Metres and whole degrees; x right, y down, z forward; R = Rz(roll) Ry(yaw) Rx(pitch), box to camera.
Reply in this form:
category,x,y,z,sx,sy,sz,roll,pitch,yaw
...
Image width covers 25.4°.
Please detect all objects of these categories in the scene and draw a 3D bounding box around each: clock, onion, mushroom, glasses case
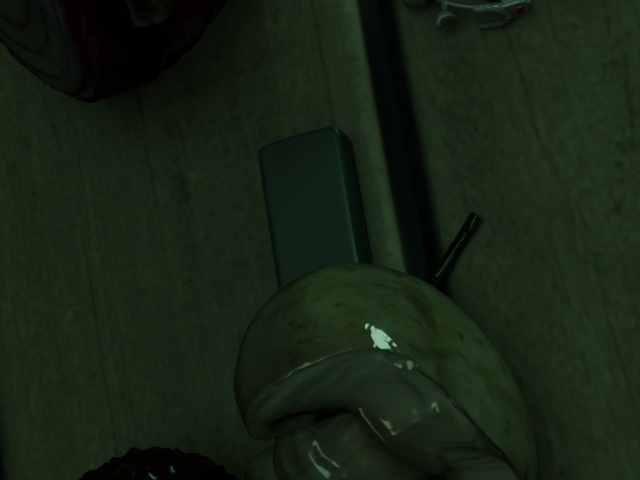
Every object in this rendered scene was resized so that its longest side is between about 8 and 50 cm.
category,x,y,z,sx,sy,sz,roll,pitch,yaw
clock,0.121,-0.221,1.199,0.129,0.041,0.087,-7,74,14
onion,-0.194,-0.299,1.214,0.260,0.282,0.336,-35,80,-25
mushroom,0.042,0.123,1.076,0.254,0.189,0.195,41,120,-19
glasses case,0.000,0.000,1.199,0.078,0.039,0.184,-14,75,17

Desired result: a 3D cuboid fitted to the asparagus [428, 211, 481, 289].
category,x,y,z,sx,sy,sz,roll,pitch,yaw
asparagus,0.089,0.050,1.171,0.016,0.016,0.162,28,89,4

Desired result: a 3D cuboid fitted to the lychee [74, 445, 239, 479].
category,x,y,z,sx,sy,sz,roll,pitch,yaw
lychee,-0.121,0.284,1.091,0.271,0.236,0.236,35,93,7
